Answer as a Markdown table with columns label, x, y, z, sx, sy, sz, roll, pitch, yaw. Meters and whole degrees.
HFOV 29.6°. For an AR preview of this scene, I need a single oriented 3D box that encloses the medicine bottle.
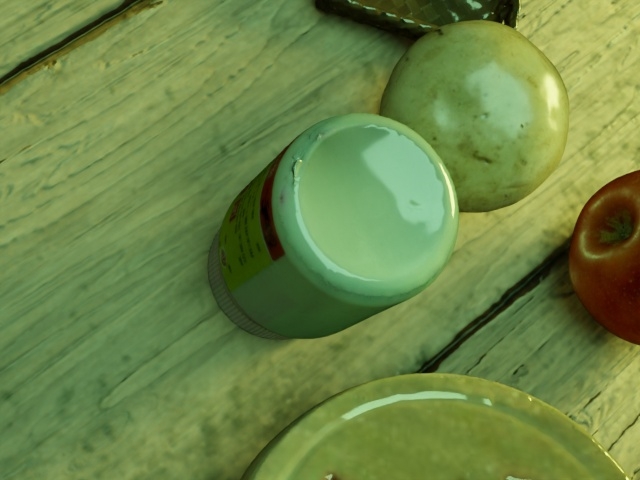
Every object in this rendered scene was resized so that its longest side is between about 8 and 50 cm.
| label | x | y | z | sx | sy | sz | roll | pitch | yaw |
| --- | --- | --- | --- | --- | --- | --- | --- | --- | --- |
| medicine bottle | 0.000 | 0.000 | 0.918 | 0.139 | 0.225 | 0.139 | 5 | 75 | -19 |

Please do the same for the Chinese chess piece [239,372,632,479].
| label | x | y | z | sx | sy | sz | roll | pitch | yaw |
| --- | --- | --- | --- | --- | --- | --- | --- | --- | --- |
| Chinese chess piece | 0.084 | 0.262 | 0.877 | 0.338 | 0.140 | 0.338 | 3 | 55 | -4 |

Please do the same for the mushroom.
| label | x | y | z | sx | sy | sz | roll | pitch | yaw |
| --- | --- | --- | --- | --- | --- | --- | --- | --- | --- |
| mushroom | 0.132 | -0.105 | 1.053 | 0.166 | 0.127 | 0.166 | 0 | 88 | 0 |

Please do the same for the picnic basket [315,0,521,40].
| label | x | y | z | sx | sy | sz | roll | pitch | yaw |
| --- | --- | --- | --- | --- | --- | --- | --- | --- | --- |
| picnic basket | 0.087 | -0.232 | 1.103 | 0.193 | 0.055 | 0.110 | 16 | 73 | -16 |

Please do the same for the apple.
| label | x | y | z | sx | sy | sz | roll | pitch | yaw |
| --- | --- | --- | --- | --- | --- | --- | --- | --- | --- |
| apple | 0.298 | 0.013 | 1.064 | 0.139 | 0.163 | 0.163 | 28 | 68 | -20 |
